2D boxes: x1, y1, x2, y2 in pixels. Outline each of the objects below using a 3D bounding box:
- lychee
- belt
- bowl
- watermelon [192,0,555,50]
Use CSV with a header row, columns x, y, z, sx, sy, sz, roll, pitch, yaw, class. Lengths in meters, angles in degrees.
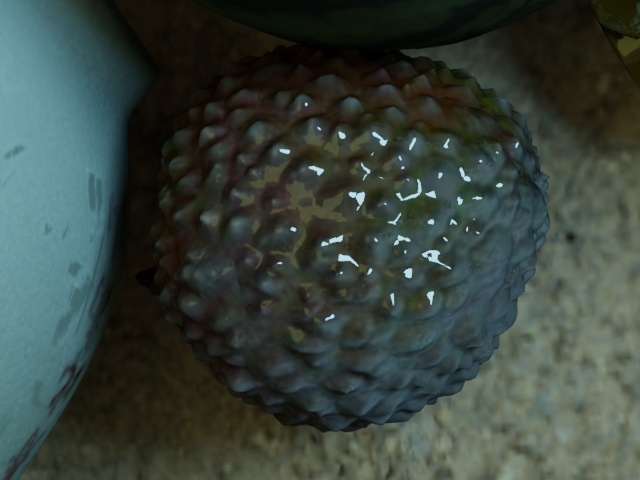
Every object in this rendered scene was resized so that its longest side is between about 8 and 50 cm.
x,y,z,sx,sy,sz,roll,pitch,yaw,class
0.000,0.000,0.721,0.197,0.165,0.165,-20,77,23,lychee
0.129,-0.089,0.700,0.036,0.059,0.083,-33,71,27,belt
-0.199,-0.089,0.766,0.196,0.435,0.435,-36,67,0,bowl
0.006,-0.214,0.653,0.359,0.279,0.279,43,110,34,watermelon
